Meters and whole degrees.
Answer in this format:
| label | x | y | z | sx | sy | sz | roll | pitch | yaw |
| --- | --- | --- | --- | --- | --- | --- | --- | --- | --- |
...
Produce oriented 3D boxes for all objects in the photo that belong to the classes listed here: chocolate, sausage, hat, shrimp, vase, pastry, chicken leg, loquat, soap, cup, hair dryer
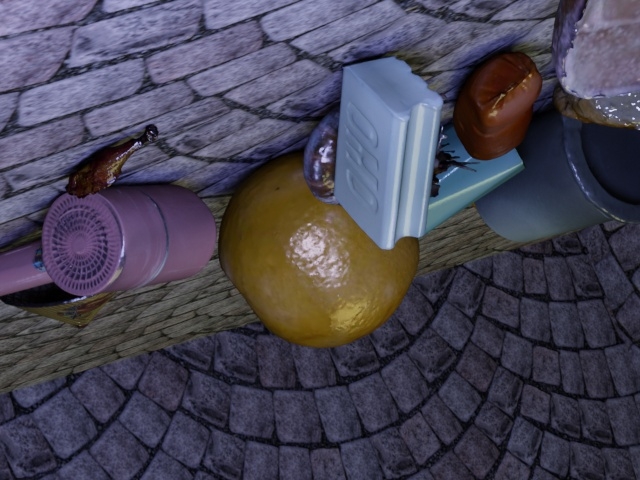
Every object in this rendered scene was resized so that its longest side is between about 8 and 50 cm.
| label | x | y | z | sx | sy | sz | roll | pitch | yaw |
| --- | --- | --- | --- | --- | --- | --- | --- | --- | --- |
| chocolate | 0.386 | -0.258 | 1.753 | 0.303 | 0.100 | 0.185 | -10 | 136 | -17 |
| sausage | 0.224 | -0.173 | 2.078 | 0.097 | 0.094 | 0.348 | -41 | 171 | -3 |
| hat | -0.324 | 0.079 | 2.134 | 0.193 | 0.082 | 0.193 | -11 | -160 | 4 |
| shrimp | 0.095 | -0.116 | 2.022 | 0.116 | 0.145 | 0.343 | 7 | -173 | 37 |
| vase | 0.384 | -0.113 | 2.464 | 0.245 | 0.245 | 0.291 | -16 | 177 | -31 |
| pastry | 0.436 | -0.202 | 2.207 | 0.229 | 0.100 | 0.218 | 15 | -166 | 41 |
| chicken leg | -0.229 | -0.083 | 1.750 | 0.145 | 0.037 | 0.062 | -28 | -169 | 47 |
| loquat | 0.000 | 0.000 | 2.129 | 0.275 | 0.275 | 0.275 | -20 | 172 | -3 |
| soap | 0.073 | -0.102 | 1.805 | 0.066 | 0.119 | 0.198 | -22 | 139 | -25 |
| cup | 0.175 | -0.093 | 2.338 | 0.235 | 0.148 | 0.134 | -26 | 174 | 10 |
| hair dryer | -0.323 | 0.019 | 2.002 | 0.352 | 0.125 | 0.210 | -14 | 178 | 29 |

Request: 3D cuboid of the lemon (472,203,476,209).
| label | x | y | z | sx | sy | sz | roll | pitch | yaw |
| --- | --- | --- | --- | --- | --- | --- | --- | --- | --- |
| lemon | 0.329 | -0.093 | 2.697 | 0.187 | 0.142 | 0.142 | -19 | 174 | 31 |
